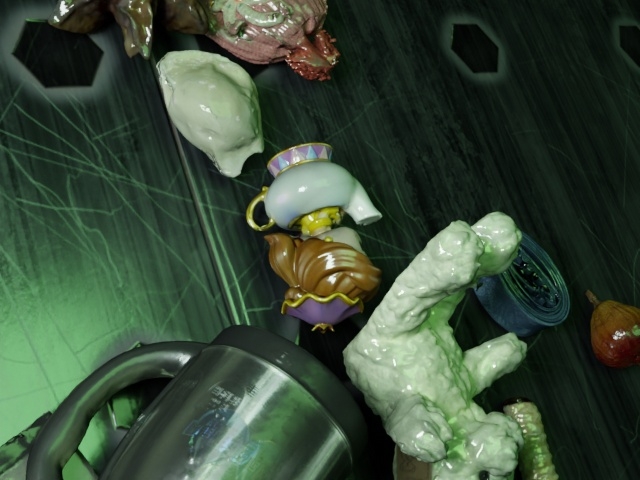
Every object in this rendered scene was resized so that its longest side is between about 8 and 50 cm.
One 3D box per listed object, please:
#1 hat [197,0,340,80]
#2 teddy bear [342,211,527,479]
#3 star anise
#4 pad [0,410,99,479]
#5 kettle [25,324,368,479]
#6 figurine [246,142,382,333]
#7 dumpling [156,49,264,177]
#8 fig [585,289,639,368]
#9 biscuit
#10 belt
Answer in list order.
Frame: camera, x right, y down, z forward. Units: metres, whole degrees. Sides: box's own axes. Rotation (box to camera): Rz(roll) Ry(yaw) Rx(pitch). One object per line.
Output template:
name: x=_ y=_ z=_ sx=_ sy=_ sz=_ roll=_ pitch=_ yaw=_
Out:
hat: x=-0.080 y=-0.368 z=1.289 sx=0.286 sy=0.107 sz=0.237 roll=46 pitch=70 yaw=4
teddy bear: x=0.213 y=0.217 z=1.060 sx=0.362 sy=0.375 sz=0.327 roll=50 pitch=31 yaw=17
star anise: x=-0.280 y=-0.402 z=1.177 sx=0.315 sy=0.108 sz=0.315 roll=5 pitch=70 yaw=-14
pad: x=-0.335 y=0.319 z=0.868 sx=0.233 sy=0.022 sz=0.174 roll=-37 pitch=88 yaw=-38
kettle: x=-0.157 y=0.260 z=0.892 sx=0.321 sy=0.228 sz=0.324 roll=34 pitch=55 yaw=10
figurine: x=0.000 y=0.000 z=1.145 sx=0.190 sy=0.142 sz=0.263 roll=-14 pitch=74 yaw=-1
dumpling: x=-0.148 y=-0.192 z=1.166 sx=0.136 sy=0.118 sz=0.199 roll=-33 pitch=101 yaw=-34
fig: x=0.505 y=0.160 z=1.399 sx=0.119 sy=0.153 sz=0.119 roll=-19 pitch=120 yaw=-38
biscuit: x=0.329 y=0.345 z=1.219 sx=0.061 sy=0.055 sz=0.219 roll=6 pitch=64 yaw=-39
belt: x=0.326 y=0.065 z=1.333 sx=0.190 sy=0.082 sz=0.141 roll=53 pitch=48 yaw=0
